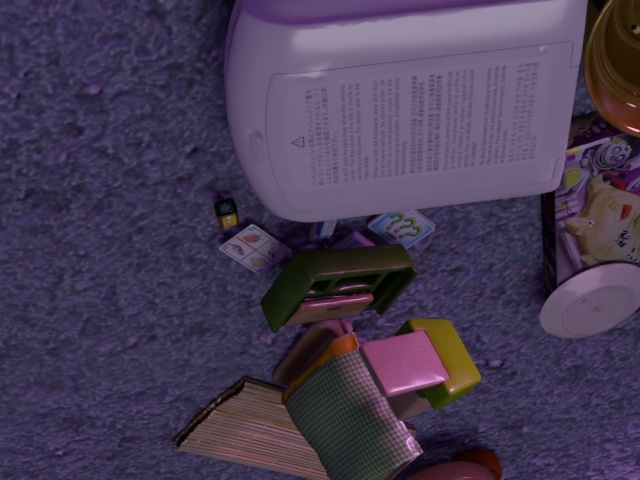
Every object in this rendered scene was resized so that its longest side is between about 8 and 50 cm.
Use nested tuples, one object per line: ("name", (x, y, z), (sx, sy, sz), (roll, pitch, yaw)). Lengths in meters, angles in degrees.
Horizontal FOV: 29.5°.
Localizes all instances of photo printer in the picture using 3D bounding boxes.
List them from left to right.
("photo printer", (0.069, -0.135, 1.080), (0.307, 0.107, 0.256), (-8, 138, -3))

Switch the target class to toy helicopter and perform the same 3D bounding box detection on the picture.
("toy helicopter", (0.101, 0.423, 1.759), (0.235, 0.140, 0.355), (25, 126, -38))

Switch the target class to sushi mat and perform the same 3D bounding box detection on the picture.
("sushi mat", (-0.029, 0.262, 1.610), (0.316, 0.019, 0.151), (21, 127, -38))

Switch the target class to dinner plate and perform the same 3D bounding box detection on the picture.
("dinner plate", (0.335, 0.079, 1.473), (0.141, 0.017, 0.141), (-10, 138, -9))

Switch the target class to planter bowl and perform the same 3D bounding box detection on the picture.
("planter bowl", (0.342, -0.207, 1.146), (0.217, 0.090, 0.217), (-4, 131, -5))

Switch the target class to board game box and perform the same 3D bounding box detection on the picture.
("board game box", (0.362, -0.028, 1.407), (0.208, 0.056, 0.347), (-21, 141, -4))

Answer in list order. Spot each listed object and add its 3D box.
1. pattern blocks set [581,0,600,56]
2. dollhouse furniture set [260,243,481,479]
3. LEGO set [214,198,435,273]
("pattern blocks set", (0.137, -0.206, 1.128), (0.285, 0.026, 0.325), (-2, 138, -19))
("dollhouse furniture set", (0.010, 0.171, 1.349), (0.151, 0.197, 0.301), (-7, 148, -36))
("LEGO set", (0.000, 0.000, 1.288), (0.182, 0.060, 0.244), (-35, 140, 17))
